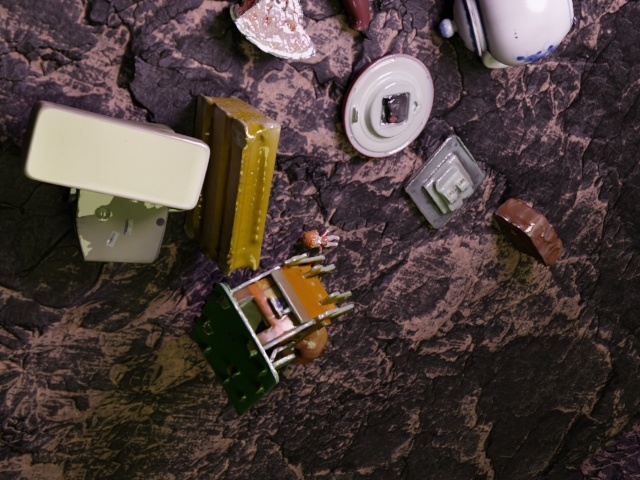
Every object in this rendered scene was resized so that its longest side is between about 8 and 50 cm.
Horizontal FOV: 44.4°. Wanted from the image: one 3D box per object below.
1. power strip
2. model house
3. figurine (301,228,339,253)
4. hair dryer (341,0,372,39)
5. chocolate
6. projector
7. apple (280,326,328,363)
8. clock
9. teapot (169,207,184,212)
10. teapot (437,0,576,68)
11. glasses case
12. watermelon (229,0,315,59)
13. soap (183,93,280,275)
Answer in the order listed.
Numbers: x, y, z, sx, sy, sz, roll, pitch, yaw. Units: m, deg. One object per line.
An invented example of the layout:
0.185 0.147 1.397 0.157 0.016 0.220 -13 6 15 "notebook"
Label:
0.329 -0.136 1.985 0.198 0.064 0.213 -50 132 -2 "power strip"
-0.081 0.192 1.721 0.312 0.243 0.358 -23 164 -28 "model house"
0.000 0.000 1.850 0.109 0.047 0.064 3 108 -46 "figurine"
0.083 -0.551 1.549 0.312 0.123 0.340 -48 145 -15 "hair dryer"
0.579 -0.028 2.176 0.093 0.148 0.214 -49 136 -7 "chocolate"
-0.384 -0.094 1.479 0.193 0.088 0.270 4 109 -32 "projector"
-0.047 0.238 1.918 0.102 0.126 0.126 -56 145 -41 "apple"
0.154 -0.301 1.764 0.244 0.056 0.244 -18 126 -27 "clock"
-0.297 -0.085 1.582 0.057 0.066 0.088 -12 149 -7 "teapot"
0.393 -0.497 1.704 0.280 0.252 0.424 -15 159 13 "teapot"
-0.356 -0.146 1.378 0.312 0.070 0.131 10 100 -32 "glasses case"
-0.085 -0.430 1.511 0.187 0.071 0.139 17 100 -32 "watermelon"
-0.180 -0.113 1.551 0.091 0.199 0.315 -9 120 -37 "soap"
